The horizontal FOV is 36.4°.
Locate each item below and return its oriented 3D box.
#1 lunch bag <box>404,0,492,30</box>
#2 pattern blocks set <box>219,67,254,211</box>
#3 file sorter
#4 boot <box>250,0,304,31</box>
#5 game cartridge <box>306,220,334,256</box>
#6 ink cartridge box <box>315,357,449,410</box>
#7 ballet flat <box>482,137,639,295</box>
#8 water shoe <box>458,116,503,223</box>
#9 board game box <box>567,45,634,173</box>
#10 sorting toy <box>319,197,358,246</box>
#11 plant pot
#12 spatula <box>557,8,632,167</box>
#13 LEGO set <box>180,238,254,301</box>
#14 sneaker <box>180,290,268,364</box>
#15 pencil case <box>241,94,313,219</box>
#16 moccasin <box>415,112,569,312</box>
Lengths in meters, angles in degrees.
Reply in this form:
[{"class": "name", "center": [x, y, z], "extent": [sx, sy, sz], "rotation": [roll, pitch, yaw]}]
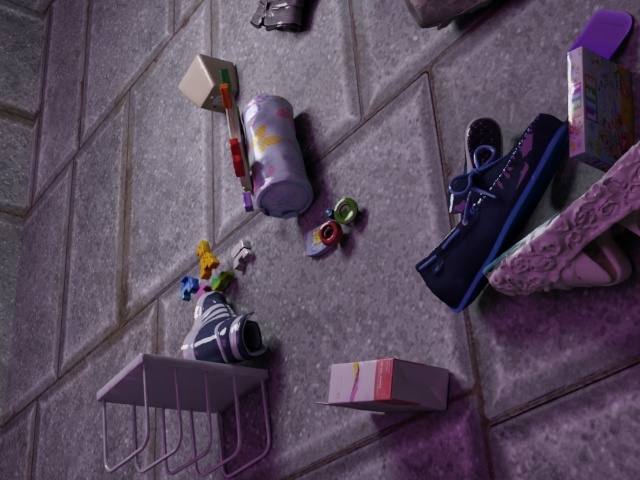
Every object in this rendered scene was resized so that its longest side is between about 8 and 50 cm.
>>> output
[{"class": "lunch bag", "center": [0.221, -0.516, 1.610], "extent": [0.235, 0.169, 0.287], "rotation": [-17, 95, 48]}, {"class": "pattern blocks set", "center": [-0.173, -0.211, 2.059], "extent": [0.285, 0.026, 0.324], "rotation": [81, 177, -59]}, {"class": "file sorter", "center": [-0.256, 0.346, 1.859], "extent": [0.193, 0.278, 0.173], "rotation": [-39, 50, 41]}, {"class": "boot", "center": [-0.038, -0.563, 2.118], "extent": [0.338, 0.118, 0.222], "rotation": [12, 93, 65]}, {"class": "game cartridge", "center": [0.000, 0.000, 1.866], "extent": [0.083, 0.017, 0.056], "rotation": [-29, 57, 48]}, {"class": "ink cartridge box", "center": [0.092, 0.229, 1.526], "extent": [0.198, 0.115, 0.067], "rotation": [-16, 64, 52]}, {"class": "ballet flat", "center": [0.371, -0.024, 1.217], "extent": [0.409, 0.147, 0.147], "rotation": [-47, 41, 36]}, {"class": "water shoe", "center": [0.252, -0.086, 1.488], "extent": [0.080, 0.073, 0.203], "rotation": [-17, -69, -80]}, {"class": "board game box", "center": [0.373, -0.169, 1.293], "extent": [0.026, 0.103, 0.154], "rotation": [-21, 59, 51]}, {"class": "sorting toy", "center": [0.038, -0.034, 1.808], "extent": [0.102, 0.042, 0.061], "rotation": [-50, 53, 14]}, {"class": "plant pot", "center": [-0.261, -0.371, 2.357], "extent": [0.109, 0.109, 0.096], "rotation": [-53, 50, 29]}, {"class": "spatula", "center": [0.360, -0.192, 1.390], "extent": [0.084, 0.030, 0.296], "rotation": [29, 100, 55]}, {"class": "LEGO set", "center": [-0.245, 0.059, 2.145], "extent": [0.227, 0.087, 0.093], "rotation": [-48, 41, 33]}, {"class": "sneaker", "center": [-0.183, 0.174, 1.991], "extent": [0.153, 0.099, 0.282], "rotation": [-17, 21, 11]}, {"class": "pencil case", "center": [-0.089, -0.173, 1.990], "extent": [0.113, 0.124, 0.273], "rotation": [-25, 51, 15]}, {"class": "moccasin", "center": [0.222, -0.041, 1.362], "extent": [0.117, 0.138, 0.342], "rotation": [38, 125, 16]}]
